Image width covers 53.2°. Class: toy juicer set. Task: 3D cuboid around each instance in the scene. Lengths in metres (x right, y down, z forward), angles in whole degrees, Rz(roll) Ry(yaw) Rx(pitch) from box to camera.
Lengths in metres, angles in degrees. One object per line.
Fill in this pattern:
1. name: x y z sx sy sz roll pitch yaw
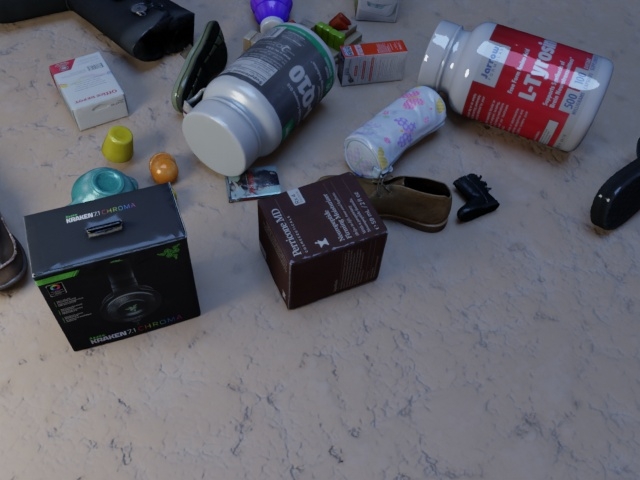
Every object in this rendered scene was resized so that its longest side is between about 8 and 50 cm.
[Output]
1. toy juicer set: -0.418 -0.082 1.347 0.209 0.089 0.329 25 51 -8

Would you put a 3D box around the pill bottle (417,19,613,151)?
1. pill bottle: 0.455 -0.383 1.533 0.408 0.229 0.229 22 56 11

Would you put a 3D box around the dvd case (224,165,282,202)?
1. dvd case: -0.152 -0.127 1.434 0.120 0.013 0.087 -8 55 -9

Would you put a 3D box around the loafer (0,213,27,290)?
1. loafer: -0.707 -0.044 1.258 0.134 0.130 0.366 -33 63 -25

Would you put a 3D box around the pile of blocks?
1. pile of blocks: -0.044 -0.510 1.657 0.362 0.112 0.149 -21 58 -18

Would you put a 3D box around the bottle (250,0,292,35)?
1. bottle: -0.137 -0.668 1.775 0.118 0.092 0.282 0 54 -6

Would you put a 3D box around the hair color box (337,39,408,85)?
1. hair color box: 0.132 -0.456 1.644 0.167 0.093 0.053 -9 55 -12

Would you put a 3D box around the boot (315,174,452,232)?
1. boot: 0.134 -0.108 1.382 0.305 0.115 0.112 11 56 5

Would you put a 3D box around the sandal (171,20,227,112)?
1. sandal: -0.314 -0.442 1.591 0.086 0.120 0.302 8 53 19

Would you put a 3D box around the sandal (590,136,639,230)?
1. sandal: 0.754 -0.183 1.463 0.446 0.167 0.107 -29 44 -23

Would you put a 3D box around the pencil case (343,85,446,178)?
1. pencil case: 0.176 -0.253 1.488 0.124 0.113 0.273 33 58 25

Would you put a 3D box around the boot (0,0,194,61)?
1. boot: -0.602 -0.584 1.661 0.445 0.146 0.367 39 62 16

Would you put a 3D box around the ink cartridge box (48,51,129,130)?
1. ink cartridge box: -0.553 -0.358 1.531 0.127 0.072 0.175 -23 59 -20

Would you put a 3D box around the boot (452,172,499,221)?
1. boot: 0.332 -0.099 1.432 0.121 0.045 0.099 -18 60 -25

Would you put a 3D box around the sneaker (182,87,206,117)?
1. sneaker: -0.244 -0.333 1.531 0.185 0.084 0.069 -35 64 -25

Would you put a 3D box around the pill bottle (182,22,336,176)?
1. pill bottle: -0.136 -0.321 1.458 0.204 0.204 0.361 28 57 15

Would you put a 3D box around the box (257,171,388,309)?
1. box: 0.000 0.000 1.259 0.203 0.167 0.168 -18 58 -17

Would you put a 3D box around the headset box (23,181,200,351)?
1. headset box: -0.355 0.046 1.128 0.246 0.283 0.131 -15 56 -15

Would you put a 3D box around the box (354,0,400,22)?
1. box: 0.168 -0.793 1.805 0.127 0.231 0.262 1 55 -4
